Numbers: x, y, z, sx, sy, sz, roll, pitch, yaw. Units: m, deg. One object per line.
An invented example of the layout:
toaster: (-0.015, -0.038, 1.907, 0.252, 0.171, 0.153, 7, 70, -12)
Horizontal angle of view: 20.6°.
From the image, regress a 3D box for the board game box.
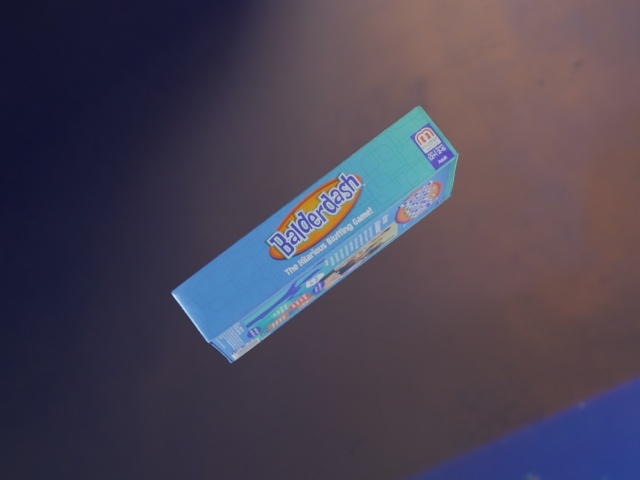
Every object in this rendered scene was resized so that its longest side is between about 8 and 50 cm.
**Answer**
board game box: (0.000, 0.000, 1.241, 0.047, 0.210, 0.160, 53, 176, 9)
